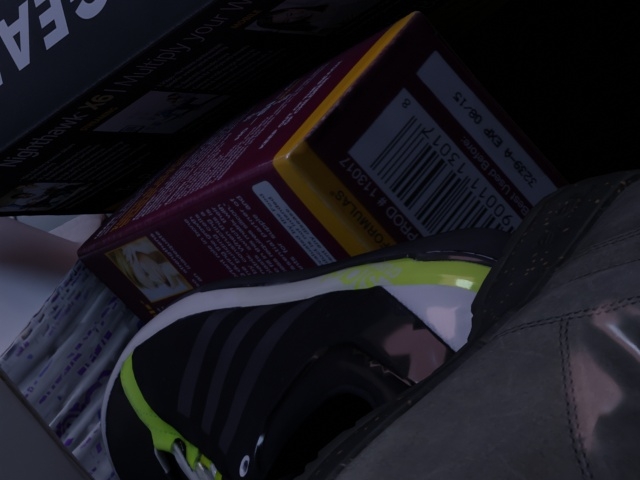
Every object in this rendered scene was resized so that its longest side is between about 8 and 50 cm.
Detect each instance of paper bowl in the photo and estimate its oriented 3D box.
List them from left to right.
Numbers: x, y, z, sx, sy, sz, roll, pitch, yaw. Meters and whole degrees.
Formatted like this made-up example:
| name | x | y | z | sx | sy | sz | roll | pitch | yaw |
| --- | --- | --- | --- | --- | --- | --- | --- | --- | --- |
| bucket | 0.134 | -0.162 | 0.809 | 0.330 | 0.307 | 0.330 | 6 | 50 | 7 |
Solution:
| name | x | y | z | sx | sy | sz | roll | pitch | yaw |
| --- | --- | --- | --- | --- | --- | --- | --- | --- | --- |
| paper bowl | -0.197 | 0.093 | 0.895 | 0.284 | 0.148 | 0.284 | -41 | 13 | 12 |

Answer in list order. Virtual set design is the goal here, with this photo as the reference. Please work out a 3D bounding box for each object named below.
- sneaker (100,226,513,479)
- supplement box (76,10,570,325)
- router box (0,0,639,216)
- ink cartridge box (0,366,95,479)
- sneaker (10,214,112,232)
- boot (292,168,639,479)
| name | x | y | z | sx | sy | sz | roll | pitch | yaw |
| --- | --- | --- | --- | --- | --- | --- | --- | --- | --- |
| sneaker | -0.014 | 0.062 | 0.583 | 0.234 | 0.084 | 0.097 | -27 | 21 | 49 |
| supplement box | 0.000 | 0.000 | 0.697 | 0.081 | 0.104 | 0.188 | -49 | 14 | -28 |
| router box | -0.008 | -0.099 | 0.793 | 0.243 | 0.081 | 0.309 | -3 | -18 | -45 |
| ink cartridge box | -0.230 | 0.156 | 0.639 | 0.273 | 0.115 | 0.198 | -32 | 13 | 28 |
| sneaker | -0.211 | 0.070 | 1.138 | 0.290 | 0.106 | 0.123 | -52 | 15 | 10 |
| boot | 0.082 | 0.045 | 0.376 | 0.161 | 0.083 | 0.246 | -20 | 27 | 46 |
